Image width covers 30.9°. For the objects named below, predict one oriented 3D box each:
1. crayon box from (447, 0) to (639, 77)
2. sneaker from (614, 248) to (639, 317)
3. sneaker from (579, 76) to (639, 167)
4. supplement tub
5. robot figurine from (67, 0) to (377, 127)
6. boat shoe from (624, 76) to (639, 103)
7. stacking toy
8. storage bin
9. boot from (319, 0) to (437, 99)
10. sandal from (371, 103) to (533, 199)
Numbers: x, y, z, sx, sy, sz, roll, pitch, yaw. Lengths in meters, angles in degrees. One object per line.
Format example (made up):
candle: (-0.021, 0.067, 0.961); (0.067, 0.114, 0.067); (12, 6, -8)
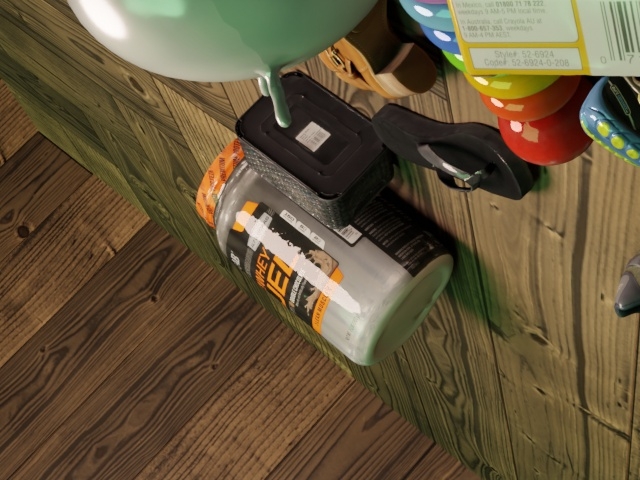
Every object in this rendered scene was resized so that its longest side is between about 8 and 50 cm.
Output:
crayon box: (0.144, -0.241, 0.608); (0.203, 0.083, 0.323); (7, 134, 35)
sneaker: (0.389, 0.106, 1.041); (0.300, 0.121, 0.111); (41, 166, 11)
sneaker: (0.291, -0.075, 0.900); (0.188, 0.078, 0.067); (31, -179, -14)
supplement tub: (0.000, 0.000, 1.622); (0.338, 0.207, 0.207); (38, 165, 20)
robot figurine: (-0.069, -0.241, 0.637); (0.300, 0.199, 0.353); (-73, -30, -72)
boat shoe: (0.245, -0.139, 0.797); (0.305, 0.091, 0.109); (50, 165, -22)
stacking toy: (0.148, -0.166, 0.913); (0.141, 0.141, 0.330); (31, 167, 41)
storage bin: (-0.007, -0.116, 1.479); (0.180, 0.122, 0.084); (37, 164, 23)
boot: (0.024, -0.223, 1.206); (0.197, 0.073, 0.152); (52, 168, -20)
sandal: (0.142, -0.088, 1.294); (0.254, 0.054, 0.097); (23, 155, 54)
